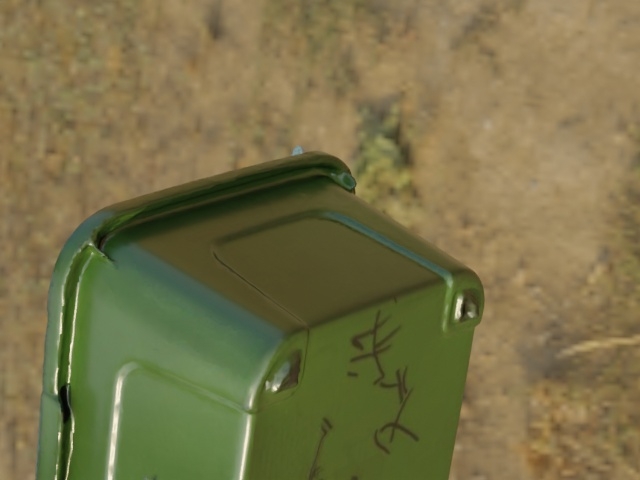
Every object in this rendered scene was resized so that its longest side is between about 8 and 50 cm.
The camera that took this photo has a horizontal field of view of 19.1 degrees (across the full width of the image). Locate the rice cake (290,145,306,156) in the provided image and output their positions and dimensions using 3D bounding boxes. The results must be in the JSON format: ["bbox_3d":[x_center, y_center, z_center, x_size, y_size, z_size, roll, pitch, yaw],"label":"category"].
[{"bbox_3d":[0.000,0.000,1.575,0.029,0.033,0.170,-19,67,5],"label":"rice cake"}]

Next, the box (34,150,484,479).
[{"bbox_3d":[-0.034,0.134,1.187,0.178,0.253,0.328,28,122,34],"label":"box"}]
